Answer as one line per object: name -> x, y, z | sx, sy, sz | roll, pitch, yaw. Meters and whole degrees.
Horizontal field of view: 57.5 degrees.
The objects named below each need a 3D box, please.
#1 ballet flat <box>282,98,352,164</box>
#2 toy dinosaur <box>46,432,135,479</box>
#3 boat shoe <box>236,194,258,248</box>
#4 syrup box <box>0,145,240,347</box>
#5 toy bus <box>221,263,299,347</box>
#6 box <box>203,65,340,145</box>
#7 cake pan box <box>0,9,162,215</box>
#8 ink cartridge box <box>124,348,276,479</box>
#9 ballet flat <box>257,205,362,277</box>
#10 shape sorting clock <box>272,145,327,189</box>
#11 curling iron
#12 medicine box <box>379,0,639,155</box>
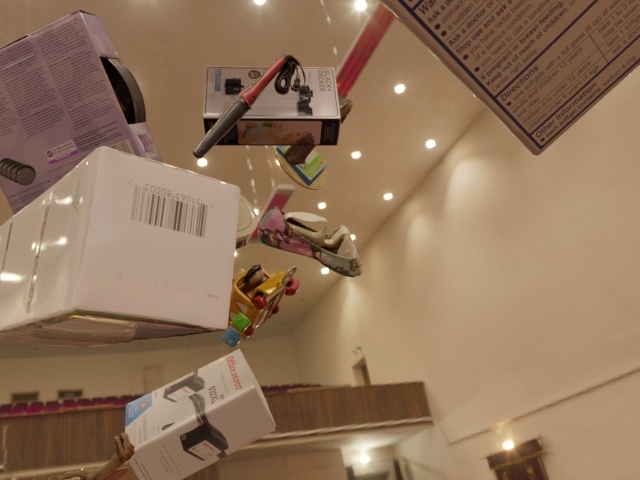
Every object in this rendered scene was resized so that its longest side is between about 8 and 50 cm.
ballet flat -> -0.001, -0.271, 1.502 | 0.058, 0.084, 0.250 | 45, -58, -13
toy dinosaur -> -0.258, 0.273, 0.638 | 0.093, 0.053, 0.183 | -9, -28, -46
boat shoe -> -0.238, -0.001, 0.801 | 0.324, 0.116, 0.097 | -12, -23, -44
syrup box -> -0.162, 0.022, 0.413 | 0.093, 0.096, 0.237 | 15, -19, -38
toy bus -> -0.135, 0.106, 1.186 | 0.202, 0.104, 0.191 | -50, -12, -1
box -> -0.107, -0.297, 1.282 | 0.290, 0.169, 0.087 | 0, -34, -5
cake pan box -> -0.409, -0.192, 0.913 | 0.267, 0.245, 0.070 | -20, 11, 14
ink cartridge box -> -0.284, 0.410, 1.356 | 0.307, 0.129, 0.223 | -25, 18, -10
ballet flat -> 0.000, 0.000, 0.994 | 0.221, 0.077, 0.079 | 22, -66, -28
shape sorting clock -> -0.059, -0.233, 1.694 | 0.206, 0.206, 0.040 | 14, -42, -39
curling iron -> -0.117, -0.229, 0.993 | 0.068, 0.274, 0.035 | 51, -29, -16
medicine box -> 0.163, -0.256, 0.433 | 0.289, 0.149, 0.263 | 29, -64, -38
